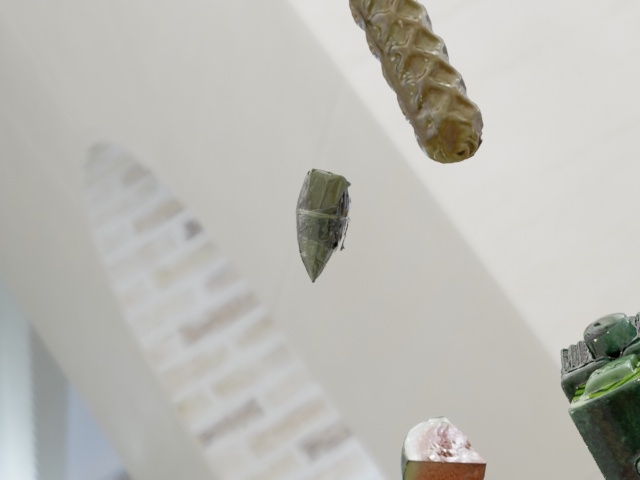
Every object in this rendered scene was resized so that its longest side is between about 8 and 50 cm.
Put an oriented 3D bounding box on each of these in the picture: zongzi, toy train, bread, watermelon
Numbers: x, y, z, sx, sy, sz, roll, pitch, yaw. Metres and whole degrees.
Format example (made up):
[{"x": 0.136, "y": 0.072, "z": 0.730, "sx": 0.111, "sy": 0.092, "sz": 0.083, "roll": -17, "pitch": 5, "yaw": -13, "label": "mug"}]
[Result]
[{"x": 0.000, "y": 0.000, "z": 1.795, "sx": 0.055, "sy": 0.119, "sz": 0.109, "roll": 6, "pitch": -18, "yaw": 5, "label": "zongzi"}, {"x": 0.327, "y": 0.220, "z": 1.593, "sx": 0.139, "sy": 0.330, "sz": 0.178, "roll": -28, "pitch": 4, "yaw": 20, "label": "toy train"}, {"x": 0.074, "y": -0.239, "z": 1.910, "sx": 0.077, "sy": 0.367, "sz": 0.084, "roll": -3, "pitch": -30, "yaw": -49, "label": "bread"}, {"x": 0.150, "y": 0.270, "z": 2.032, "sx": 0.094, "sy": 0.135, "sz": 0.125, "roll": -18, "pitch": 9, "yaw": 23, "label": "watermelon"}]
